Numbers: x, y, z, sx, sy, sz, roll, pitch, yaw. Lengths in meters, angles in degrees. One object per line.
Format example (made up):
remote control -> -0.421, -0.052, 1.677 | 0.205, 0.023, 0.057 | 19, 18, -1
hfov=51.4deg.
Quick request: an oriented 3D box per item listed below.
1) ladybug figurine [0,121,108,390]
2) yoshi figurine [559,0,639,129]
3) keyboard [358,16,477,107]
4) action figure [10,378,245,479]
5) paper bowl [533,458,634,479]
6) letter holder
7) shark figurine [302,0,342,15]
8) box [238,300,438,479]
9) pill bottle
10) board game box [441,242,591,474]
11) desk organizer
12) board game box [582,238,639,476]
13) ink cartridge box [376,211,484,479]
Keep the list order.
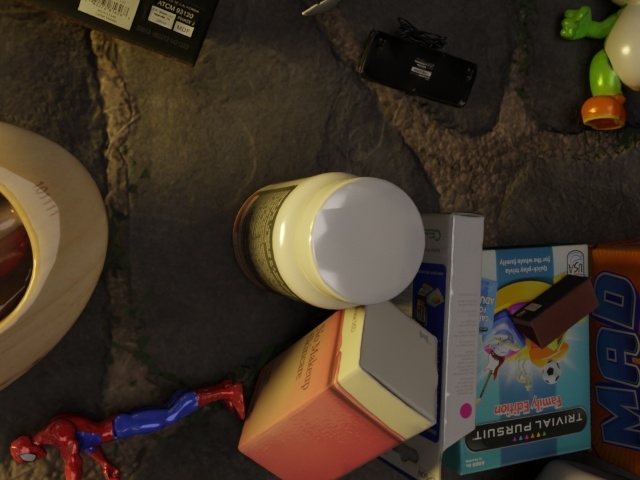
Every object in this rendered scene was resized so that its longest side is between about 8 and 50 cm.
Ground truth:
ladybug figurine -> -0.451, 0.043, 0.711 | 0.449, 0.162, 0.305 | -28, 102, -19
yoshi figurine -> 0.517, -0.372, 1.074 | 0.203, 0.203, 0.362 | 7, 86, -15
keyboard -> 0.153, -0.275, 1.021 | 0.192, 0.038, 0.100 | 12, 110, -23
action figure -> -0.235, 0.267, 0.839 | 0.280, 0.091, 0.139 | -5, 84, -22
paper bowl -> 0.429, 0.431, 1.004 | 0.284, 0.284, 0.148 | 20, 83, -21
letter holder -> -0.272, -0.362, 0.796 | 0.301, 0.214, 0.152 | 17, 117, -22
shark figurine -> 0.004, -0.364, 0.902 | 0.116, 0.278, 0.166 | -34, 141, 20
box -> 0.023, 0.195, 0.849 | 0.127, 0.149, 0.232 | 39, 122, -17
pill bottle -> 0.000, 0.000, 0.824 | 0.161, 0.283, 0.161 | -1, 92, -21
board game box -> 0.306, 0.177, 1.060 | 0.253, 0.079, 0.336 | -3, 92, -21
desk organizer -> 0.359, 0.107, 1.011 | 0.130, 0.047, 0.050 | -31, 105, -19
board game box -> 0.651, 0.174, 1.047 | 0.356, 0.356, 0.357 | -6, 94, -21
ink cartridge box -> 0.147, 0.146, 0.942 | 0.069, 0.175, 0.371 | 5, 89, -26
